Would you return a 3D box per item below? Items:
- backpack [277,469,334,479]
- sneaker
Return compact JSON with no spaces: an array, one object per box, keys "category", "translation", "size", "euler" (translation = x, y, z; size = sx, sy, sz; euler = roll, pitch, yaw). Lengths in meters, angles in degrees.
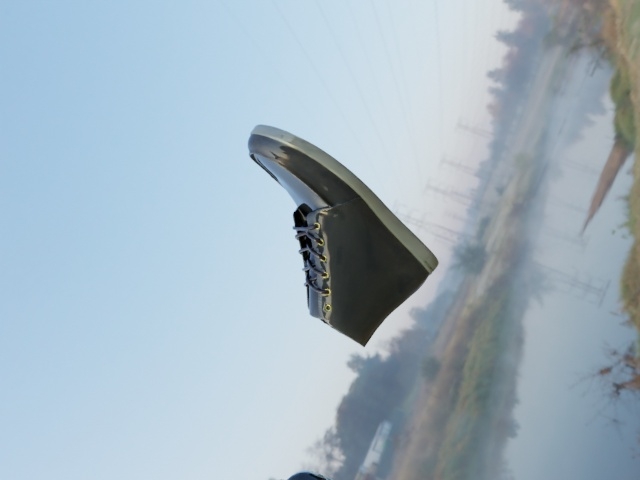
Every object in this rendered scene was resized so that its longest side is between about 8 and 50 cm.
[{"category":"backpack","translation":[0.024,0.344,0.588],"size":[0.225,0.253,0.191],"euler":[-61,-3,25]},{"category":"sneaker","translation":[0.000,0.000,0.672],"size":[0.118,0.222,0.083],"euler":[-52,18,-7]}]
